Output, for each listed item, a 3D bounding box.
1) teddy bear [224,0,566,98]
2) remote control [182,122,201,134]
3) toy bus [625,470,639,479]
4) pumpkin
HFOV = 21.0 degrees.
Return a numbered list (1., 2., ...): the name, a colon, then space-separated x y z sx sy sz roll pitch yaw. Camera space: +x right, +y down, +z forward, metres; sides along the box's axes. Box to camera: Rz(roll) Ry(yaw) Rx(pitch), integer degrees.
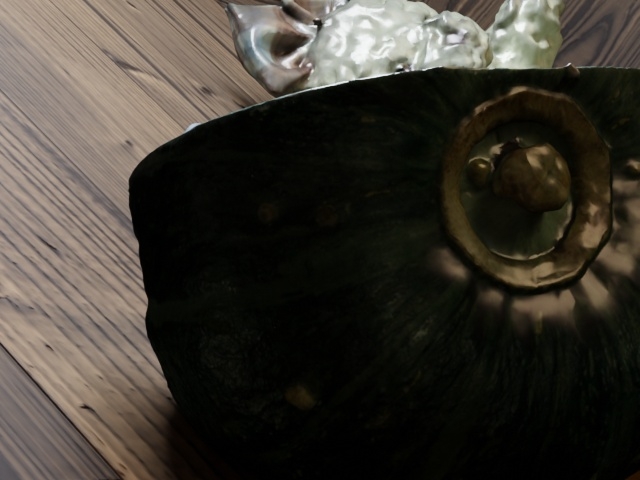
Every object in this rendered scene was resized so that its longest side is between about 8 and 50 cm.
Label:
1. teddy bear: 0.161 -0.132 1.543 0.362 0.375 0.327 53 44 -30
2. remote control: 0.000 0.000 1.211 0.244 0.047 0.087 34 10 -13
3. toy bus: 0.224 0.090 1.249 0.194 0.162 0.323 30 16 -18
4. pumpkin: 0.055 0.040 0.838 0.293 0.197 0.263 -3 -8 -34
